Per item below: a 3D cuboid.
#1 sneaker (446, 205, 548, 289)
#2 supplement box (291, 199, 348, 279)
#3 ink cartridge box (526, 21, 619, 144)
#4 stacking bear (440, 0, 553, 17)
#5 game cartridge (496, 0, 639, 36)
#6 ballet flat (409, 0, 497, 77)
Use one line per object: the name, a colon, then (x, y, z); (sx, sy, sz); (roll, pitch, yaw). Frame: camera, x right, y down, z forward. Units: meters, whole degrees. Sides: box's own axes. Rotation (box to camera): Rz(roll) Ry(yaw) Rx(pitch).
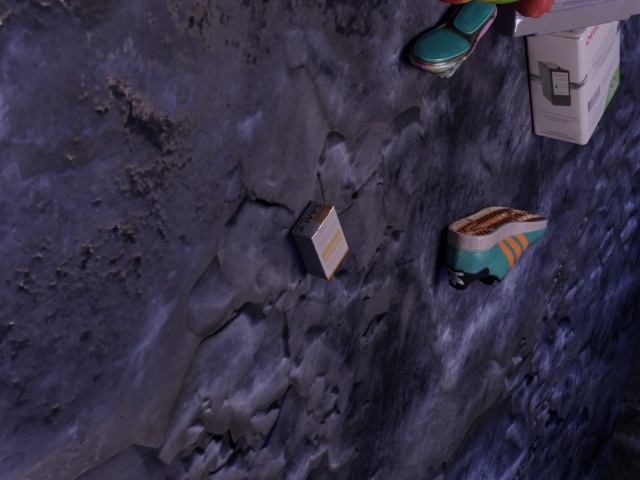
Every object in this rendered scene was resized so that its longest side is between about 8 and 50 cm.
sneaker: (0.323, 0.013, 1.975); (0.302, 0.108, 0.121); (-14, 119, -48)
supplement box: (0.000, 0.000, 1.463); (0.062, 0.036, 0.098); (-56, 147, -27)
ink cartridge box: (0.497, -0.357, 2.052); (0.198, 0.114, 0.273); (-55, 147, -30)
stacking bear: (0.246, -0.416, 1.545); (0.289, 0.164, 0.175); (-21, 165, -43)
game cartridge: (0.447, -0.477, 1.800); (0.355, 0.068, 0.230); (-16, 124, -32)
ballet flat: (0.204, -0.302, 1.628); (0.221, 0.077, 0.079); (-48, 163, -38)
